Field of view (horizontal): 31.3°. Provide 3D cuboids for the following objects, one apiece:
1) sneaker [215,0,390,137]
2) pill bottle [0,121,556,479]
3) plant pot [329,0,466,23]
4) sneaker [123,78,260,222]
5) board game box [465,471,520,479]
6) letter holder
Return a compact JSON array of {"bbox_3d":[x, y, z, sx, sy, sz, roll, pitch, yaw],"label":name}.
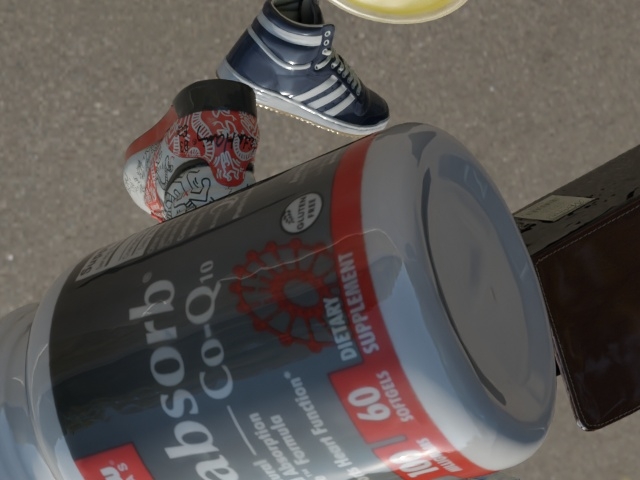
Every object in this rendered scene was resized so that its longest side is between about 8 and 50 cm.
[{"bbox_3d":[0.011,-0.242,1.562,0.282,0.099,0.153,12,125,-35],"label":"sneaker"},{"bbox_3d":[-0.053,0.081,0.734,0.362,0.210,0.210,-21,143,27],"label":"pill bottle"},{"bbox_3d":[0.080,-0.353,1.097,0.253,0.239,0.254,8,156,4],"label":"plant pot"},{"bbox_3d":[-0.125,-0.029,1.045,0.090,0.145,0.270,5,161,-22],"label":"sneaker"},{"bbox_3d":[0.150,0.362,1.531,0.211,0.160,0.039,8,135,51],"label":"board game box"},{"bbox_3d":[0.328,0.046,1.239,0.301,0.215,0.152,-27,-165,-21],"label":"letter holder"}]
